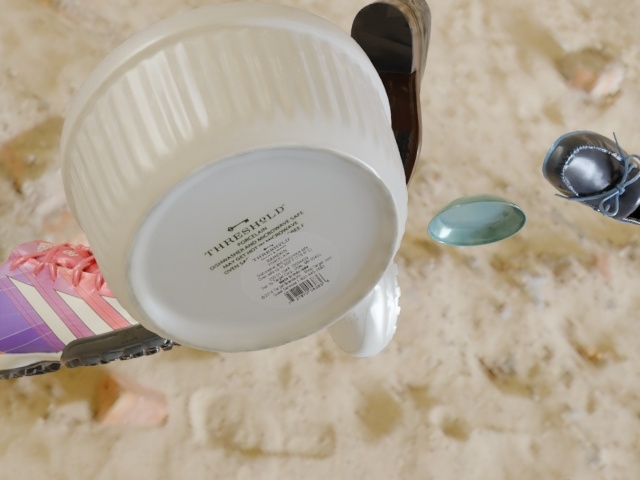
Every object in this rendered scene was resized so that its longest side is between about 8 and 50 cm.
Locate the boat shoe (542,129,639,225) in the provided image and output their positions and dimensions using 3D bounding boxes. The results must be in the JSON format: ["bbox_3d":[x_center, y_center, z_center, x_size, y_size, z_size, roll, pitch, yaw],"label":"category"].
[{"bbox_3d":[0.390,-0.078,1.825,0.258,0.109,0.089,11,22,-44],"label":"boat shoe"}]

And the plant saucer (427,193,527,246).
[{"bbox_3d":[0.186,-0.027,1.683,0.119,0.119,0.021,14,58,-33],"label":"plant saucer"}]

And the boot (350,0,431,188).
[{"bbox_3d":[0.070,-0.124,1.305,0.082,0.219,0.106,14,26,17],"label":"boot"}]

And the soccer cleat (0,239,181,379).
[{"bbox_3d":[-0.203,0.047,1.164,0.109,0.318,0.116,-5,84,-54],"label":"soccer cleat"}]

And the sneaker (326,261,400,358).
[{"bbox_3d":[0.000,0.000,1.191,0.095,0.090,0.235,-32,116,-43],"label":"sneaker"}]

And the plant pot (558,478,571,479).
[{"bbox_3d":[0.329,0.399,1.991,0.083,0.081,0.081,53,42,-26],"label":"plant pot"}]

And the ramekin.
[{"bbox_3d":[-0.045,-0.028,0.839,0.207,0.207,0.109,16,34,-32],"label":"ramekin"}]
